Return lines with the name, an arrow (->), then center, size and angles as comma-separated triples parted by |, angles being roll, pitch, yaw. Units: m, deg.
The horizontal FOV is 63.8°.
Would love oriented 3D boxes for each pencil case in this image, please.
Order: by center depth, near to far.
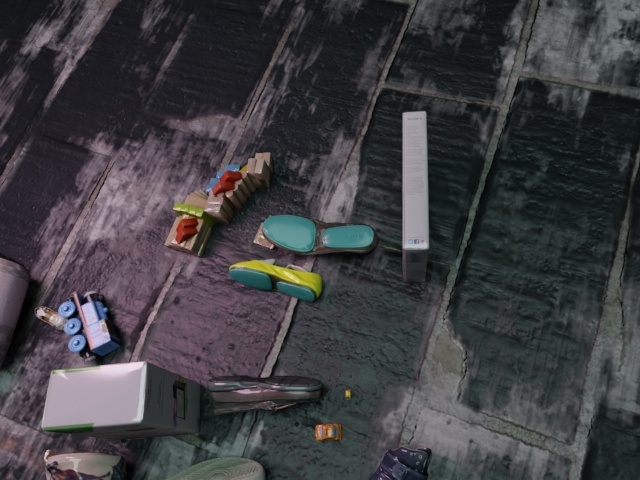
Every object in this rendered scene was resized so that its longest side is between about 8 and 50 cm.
pencil case -> -0.490, 0.636, 1.039 | 0.183, 0.160, 0.410 | -3, 68, -8

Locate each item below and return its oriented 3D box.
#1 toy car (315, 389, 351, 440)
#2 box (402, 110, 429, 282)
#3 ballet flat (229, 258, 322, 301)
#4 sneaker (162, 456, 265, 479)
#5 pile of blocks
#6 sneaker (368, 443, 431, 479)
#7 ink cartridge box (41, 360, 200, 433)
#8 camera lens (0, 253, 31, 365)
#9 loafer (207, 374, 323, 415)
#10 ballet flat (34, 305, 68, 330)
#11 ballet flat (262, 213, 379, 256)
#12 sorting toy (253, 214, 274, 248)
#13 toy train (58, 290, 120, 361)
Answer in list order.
toy car -> 0.026, 0.376, 1.112 | 0.060, 0.040, 0.122 | 11, 72, 14
box -> 0.211, -0.091, 1.158 | 0.058, 0.232, 0.322 | 1, 69, 10
ballet flat -> -0.103, 0.085, 1.241 | 0.230, 0.077, 0.077 | 14, 51, 12
sneaker -> -0.273, 0.560, 1.034 | 0.350, 0.131, 0.148 | -12, 96, -21
pile of blocks -> -0.273, -0.120, 1.322 | 0.149, 0.113, 0.362 | 39, 80, 21
sneaker -> 0.207, 0.503, 1.005 | 0.226, 0.086, 0.163 | 29, 79, 20
ink cartridge box -> -0.395, 0.343, 1.074 | 0.201, 0.278, 0.117 | -7, 65, 7
camera lens -> -0.860, 0.167, 1.257 | 0.219, 0.219, 0.274 | 2, 69, 11
loafer -> -0.122, 0.346, 1.136 | 0.267, 0.096, 0.084 | -3, 88, 16
ballet flat -> -0.685, 0.198, 1.311 | 0.114, 0.041, 0.041 | 21, 74, 17
ballet flat -> 0.000, 0.000, 1.234 | 0.280, 0.096, 0.095 | 8, 75, 12
sorting toy -> -0.130, -0.023, 1.312 | 0.062, 0.012, 0.083 | 18, 76, 21
toy train -> -0.570, 0.206, 1.270 | 0.105, 0.080, 0.184 | -26, 64, -10
